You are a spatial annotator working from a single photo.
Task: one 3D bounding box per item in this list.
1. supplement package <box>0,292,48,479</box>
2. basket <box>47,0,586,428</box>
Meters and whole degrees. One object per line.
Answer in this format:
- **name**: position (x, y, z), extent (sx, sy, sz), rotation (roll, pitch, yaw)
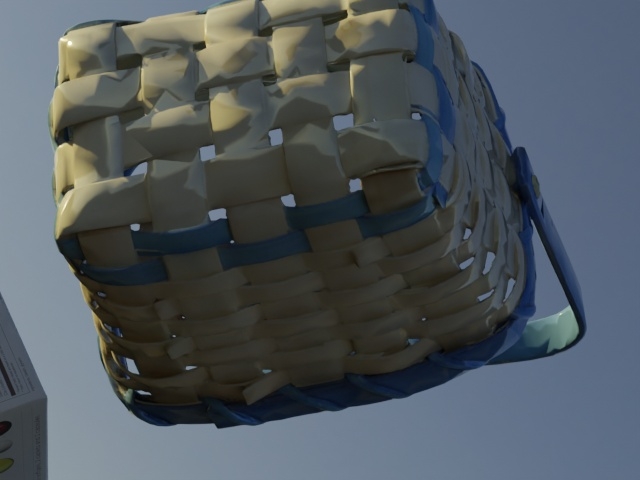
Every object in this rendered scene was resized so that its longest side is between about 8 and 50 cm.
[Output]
- **supplement package**: position (-0.346, 0.151, 1.511), extent (0.204, 0.145, 0.262), rotation (60, -23, 29)
- **basket**: position (0.000, 0.000, 0.867), extent (0.254, 0.201, 0.289), rotation (-10, -37, 8)
